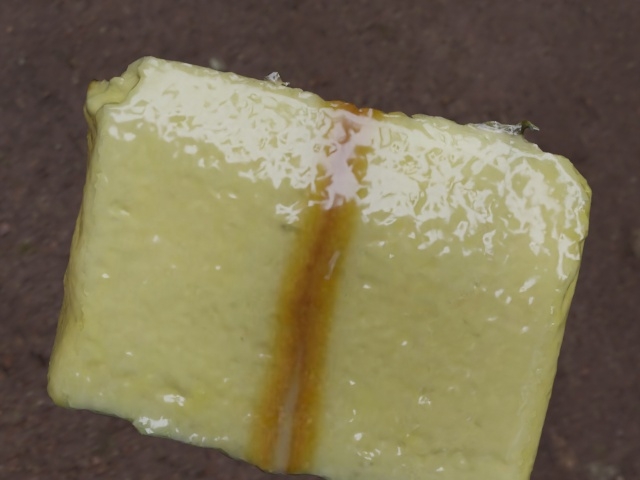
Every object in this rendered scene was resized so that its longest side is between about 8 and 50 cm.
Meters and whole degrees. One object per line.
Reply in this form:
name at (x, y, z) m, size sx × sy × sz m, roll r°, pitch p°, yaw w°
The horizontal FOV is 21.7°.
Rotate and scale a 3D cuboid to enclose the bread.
bread at (0.000, 0.000, 0.908) m, size 0.263 × 0.198 × 0.236 m, roll 15°, pitch 10°, yaw -1°
